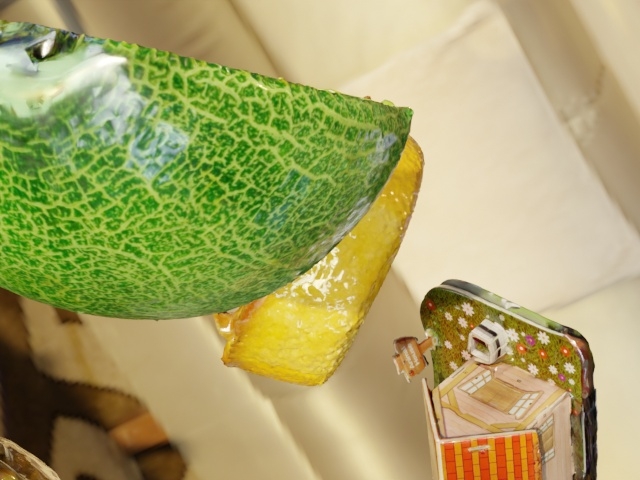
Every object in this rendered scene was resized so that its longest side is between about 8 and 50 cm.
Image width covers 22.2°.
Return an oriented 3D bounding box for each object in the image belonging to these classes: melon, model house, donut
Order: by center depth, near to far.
[{"bbox_3d":[-0.112,-0.030,0.713,0.169,0.265,0.129,7,96,-75],"label":"melon"},{"bbox_3d":[-0.001,0.003,1.332,0.118,0.253,0.253,22,29,0],"label":"donut"},{"bbox_3d":[0.144,0.209,1.581,0.154,0.207,0.294,-36,134,-34],"label":"model house"}]

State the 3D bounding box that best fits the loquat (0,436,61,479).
[{"bbox_3d":[-0.356,0.311,1.405,0.328,0.328,0.328,47,27,-34],"label":"loquat"}]
